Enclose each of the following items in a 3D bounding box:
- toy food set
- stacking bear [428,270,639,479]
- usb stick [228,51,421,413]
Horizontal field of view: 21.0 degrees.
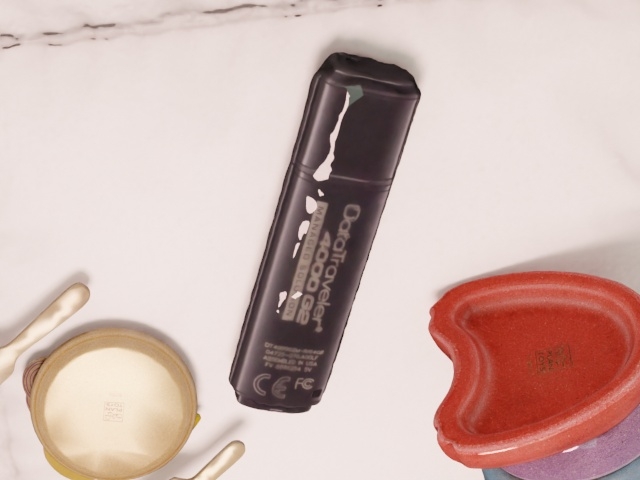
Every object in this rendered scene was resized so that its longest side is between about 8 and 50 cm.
[{"bbox_3d":[-0.157,0.122,1.283,0.132,0.038,0.192,-39,108,8],"label":"toy food set"},{"bbox_3d":[0.196,0.180,1.273,0.164,0.175,0.289,-13,127,11],"label":"stacking bear"},{"bbox_3d":[0.000,0.000,1.221,0.077,0.045,0.278,9,117,-16],"label":"usb stick"}]
